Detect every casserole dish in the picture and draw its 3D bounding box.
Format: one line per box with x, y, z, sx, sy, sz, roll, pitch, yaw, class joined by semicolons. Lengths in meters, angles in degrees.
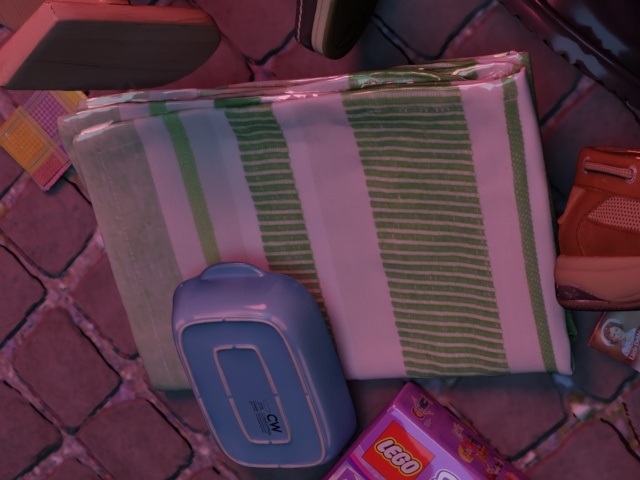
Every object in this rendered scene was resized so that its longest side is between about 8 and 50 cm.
-0.043;0.100;0.992;0.114;0.037;0.188;-4;125;21;casserole dish

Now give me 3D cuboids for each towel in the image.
0.000;0.000;0.954;0.324;0.038;0.248;-5;120;19;towel
-0.202;-0.083;1.043;0.060;0.009;0.083;47;111;2;towel

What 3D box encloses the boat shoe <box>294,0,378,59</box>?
0.009;-0.233;0.905;0.073;0.080;0.224;15;102;21;boat shoe

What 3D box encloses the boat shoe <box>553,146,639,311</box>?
0.254;-0.020;0.780;0.324;0.122;0.120;-3;88;51;boat shoe

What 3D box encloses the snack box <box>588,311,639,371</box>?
0.245;0.006;0.919;0.064;0.022;0.178;27;110;9;snack box

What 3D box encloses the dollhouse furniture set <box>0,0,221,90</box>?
-0.069;-0.345;0.820;0.394;0.256;0.362;-41;70;36;dollhouse furniture set

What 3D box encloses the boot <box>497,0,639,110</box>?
0.186;-0.219;0.840;0.246;0.094;0.207;42;114;7;boot

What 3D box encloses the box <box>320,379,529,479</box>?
0.111;0.271;1.011;0.293;0.057;0.201;41;112;4;box
